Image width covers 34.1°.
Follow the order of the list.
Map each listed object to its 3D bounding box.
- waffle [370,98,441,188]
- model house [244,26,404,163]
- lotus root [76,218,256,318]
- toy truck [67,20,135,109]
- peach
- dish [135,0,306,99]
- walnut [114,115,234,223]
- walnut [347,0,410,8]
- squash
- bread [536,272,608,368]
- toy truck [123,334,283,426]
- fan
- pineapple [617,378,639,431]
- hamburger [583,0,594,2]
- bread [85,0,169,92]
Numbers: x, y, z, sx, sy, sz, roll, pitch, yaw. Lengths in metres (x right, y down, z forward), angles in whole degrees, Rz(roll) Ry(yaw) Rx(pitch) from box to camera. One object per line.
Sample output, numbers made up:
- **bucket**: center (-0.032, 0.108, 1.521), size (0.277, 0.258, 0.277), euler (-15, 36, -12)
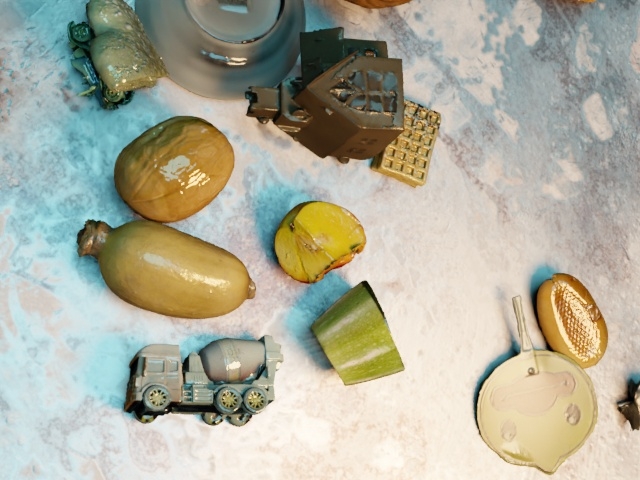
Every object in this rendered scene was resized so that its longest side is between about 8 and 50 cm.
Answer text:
- **waffle**: center (0.158, -0.179, 1.891), size (0.102, 0.042, 0.148), euler (19, 76, -14)
- **model house**: center (-0.007, -0.252, 1.762), size (0.243, 0.211, 0.204), euler (0, 80, -18)
- **lotus root**: center (-0.243, 0.052, 1.673), size (0.303, 0.146, 0.131), euler (19, 42, -19)
- **toy truck**: center (-0.377, -0.283, 1.726), size (0.078, 0.080, 0.154), euler (-27, 91, 7)
- **peach**: center (-0.001, -0.005, 1.775), size (0.151, 0.118, 0.151), euler (3, 105, 13)
- **dish**: center (-0.158, -0.404, 1.791), size (0.316, 0.106, 0.316), euler (3, 81, -17)
- **walnut**: center (-0.235, -0.114, 1.689), size (0.197, 0.165, 0.165), euler (-44, 96, -22)
- **walnut**: center (0.129, -0.587, 1.777), size (0.308, 0.354, 0.398), euler (16, 77, 0)
- **squash**: center (0.065, 0.166, 1.755), size (0.123, 0.170, 0.170), euler (-30, 91, -3)
- **bread**: center (0.459, 0.146, 1.921), size (0.114, 0.077, 0.189), euler (-25, 94, 1)
- **toy truck**: center (-0.185, 0.221, 1.690), size (0.257, 0.108, 0.140), euler (5, 67, -19)
- **fan**: center (0.382, 0.263, 1.879), size (0.229, 0.011, 0.335), euler (-13, 94, -9)
- **pineapple**: center (0.669, 0.298, 1.955), size (0.237, 0.111, 0.119), euler (-9, 55, -14)
- **hamburger**: center (0.506, -0.581, 2.002), size (0.244, 0.163, 0.244), euler (3, 79, -16)
- **bread**: center (-0.312, -0.306, 1.705), size (0.064, 0.232, 0.172), euler (-28, 136, 14)
